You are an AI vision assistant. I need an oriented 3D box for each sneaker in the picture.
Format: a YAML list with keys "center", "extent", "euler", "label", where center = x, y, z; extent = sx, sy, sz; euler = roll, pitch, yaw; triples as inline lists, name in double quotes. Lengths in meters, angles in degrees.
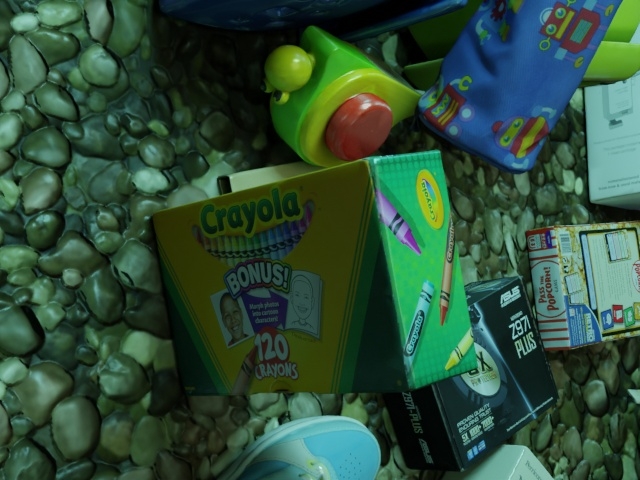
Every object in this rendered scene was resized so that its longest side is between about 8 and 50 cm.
- center: [-0.014, 0.242, 0.857]
  extent: [0.319, 0.208, 0.127]
  euler: [-30, 101, -40]
  label: "sneaker"

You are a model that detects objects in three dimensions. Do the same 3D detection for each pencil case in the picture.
- center: [0.198, -0.211, 0.943]
  extent: [0.119, 0.133, 0.306]
  euler: [16, 114, -25]
  label: "pencil case"

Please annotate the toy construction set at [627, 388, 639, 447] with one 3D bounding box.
- center: [0.401, 0.319, 1.222]
  extent: [0.237, 0.257, 0.308]
  euler: [10, 56, -27]
  label: "toy construction set"

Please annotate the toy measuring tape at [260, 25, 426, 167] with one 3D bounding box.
- center: [0.047, -0.117, 1.049]
  extent: [0.330, 0.121, 0.121]
  euler: [16, 73, -53]
  label: "toy measuring tape"

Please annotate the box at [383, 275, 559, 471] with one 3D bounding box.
- center: [0.153, 0.136, 1.104]
  extent: [0.180, 0.078, 0.147]
  euler: [-23, 98, -40]
  label: "box"

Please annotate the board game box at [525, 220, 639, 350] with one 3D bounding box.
- center: [0.338, 0.052, 1.298]
  extent: [0.194, 0.045, 0.146]
  euler: [-3, 85, -41]
  label: "board game box"

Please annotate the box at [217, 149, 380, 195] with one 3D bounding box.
- center: [0.000, 0.000, 1.032]
  extent: [0.201, 0.021, 0.164]
  euler: [-14, 92, -41]
  label: "box"

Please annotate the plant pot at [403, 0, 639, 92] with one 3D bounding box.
- center: [0.219, -0.264, 1.134]
  extent: [0.228, 0.227, 0.207]
  euler: [-6, 93, -42]
  label: "plant pot"

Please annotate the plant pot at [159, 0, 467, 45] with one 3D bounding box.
- center: [0.011, -0.307, 0.955]
  extent: [0.212, 0.236, 0.235]
  euler: [16, 73, -44]
  label: "plant pot"

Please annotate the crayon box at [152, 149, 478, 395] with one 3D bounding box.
- center: [-0.015, 0.034, 0.842]
  extent: [0.081, 0.278, 0.165]
  euler: [-10, 89, -42]
  label: "crayon box"

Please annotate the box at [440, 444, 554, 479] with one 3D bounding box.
- center: [0.144, 0.342, 1.053]
  extent: [0.113, 0.094, 0.275]
  euler: [49, 56, -24]
  label: "box"

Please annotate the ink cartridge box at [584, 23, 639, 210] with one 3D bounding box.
- center: [0.452, -0.185, 1.386]
  extent: [0.207, 0.117, 0.282]
  euler: [6, 80, -40]
  label: "ink cartridge box"
